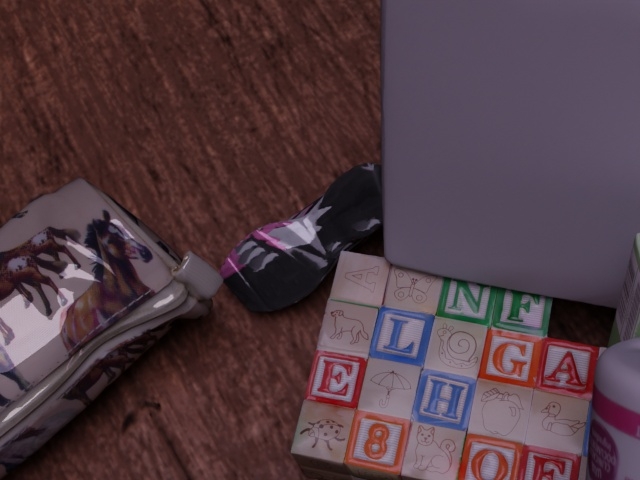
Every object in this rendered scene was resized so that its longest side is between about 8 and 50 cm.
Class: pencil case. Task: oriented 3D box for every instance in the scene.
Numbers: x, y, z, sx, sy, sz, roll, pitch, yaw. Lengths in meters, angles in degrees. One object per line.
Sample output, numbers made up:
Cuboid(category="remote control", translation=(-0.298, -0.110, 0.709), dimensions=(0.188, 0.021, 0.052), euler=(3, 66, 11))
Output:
Cuboid(category="pencil case", translation=(-0.276, 0.119, 0.904), dimensions=(0.410, 0.160, 0.183), euler=(-41, 51, -11))

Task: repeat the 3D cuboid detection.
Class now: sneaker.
Cuboid(category="sneaker", translation=(0.000, 0.000, 0.978), dimensions=(0.178, 0.077, 0.072), euler=(-31, 87, 14))

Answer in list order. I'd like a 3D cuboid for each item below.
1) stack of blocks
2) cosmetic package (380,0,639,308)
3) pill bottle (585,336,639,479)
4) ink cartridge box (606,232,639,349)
Cuboid(category="stack of blocks", translation=(0.144, 0.124, 0.887), dimensions=(0.297, 0.087, 0.171), euler=(10, 68, 12))
Cuboid(category="cosmetic package", translation=(0.248, -0.196, 0.844), dimensions=(0.328, 0.329, 0.393), euler=(12, 54, 12))
Cuboid(category="pill bottle", translation=(0.227, 0.207, 0.648), dimensions=(0.160, 0.160, 0.283), euler=(4, 99, 9))
Cuboid(category="ink cartridge box", translation=(0.312, 0.074, 0.750), dimensions=(0.235, 0.171, 0.056), euler=(2, 40, 1))
